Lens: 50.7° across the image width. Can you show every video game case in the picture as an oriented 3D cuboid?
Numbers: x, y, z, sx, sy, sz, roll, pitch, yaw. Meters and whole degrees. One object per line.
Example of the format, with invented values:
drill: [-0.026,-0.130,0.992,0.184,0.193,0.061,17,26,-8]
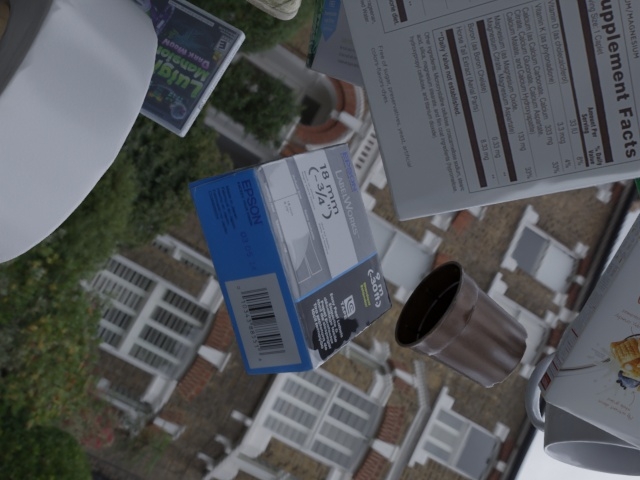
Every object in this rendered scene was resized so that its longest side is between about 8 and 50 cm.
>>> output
video game case: [-0.232,-0.267,0.972,0.173,0.190,0.022,-59,171,-2]

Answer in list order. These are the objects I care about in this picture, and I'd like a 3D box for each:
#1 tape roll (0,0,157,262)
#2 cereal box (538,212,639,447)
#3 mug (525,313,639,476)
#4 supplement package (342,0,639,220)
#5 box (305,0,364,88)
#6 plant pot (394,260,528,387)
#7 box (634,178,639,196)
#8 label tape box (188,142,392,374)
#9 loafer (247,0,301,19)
tape roll: [-0.279,-0.123,0.597,0.286,0.100,0.286,-20,-126,30]
cereal box: [0.367,0.102,0.714,0.240,0.173,0.047,-65,177,12]
mug: [0.634,0.347,1.574,0.374,0.276,0.328,-27,-138,53]
supplement package: [0.166,-0.151,0.393,0.263,0.198,0.199,-11,-166,22]
box: [0.065,-0.323,0.695,0.232,0.058,0.322,-135,-127,-63]
plant pot: [0.239,0.147,1.114,0.167,0.165,0.167,-52,-169,15]
box: [0.510,-0.067,0.871,0.043,0.179,0.105,99,-24,-83]
label tape box: [0.000,0.000,0.898,0.106,0.240,0.334,-12,-172,32]
loafer: [-0.144,-0.511,1.260,0.092,0.268,0.102,-40,-137,46]
